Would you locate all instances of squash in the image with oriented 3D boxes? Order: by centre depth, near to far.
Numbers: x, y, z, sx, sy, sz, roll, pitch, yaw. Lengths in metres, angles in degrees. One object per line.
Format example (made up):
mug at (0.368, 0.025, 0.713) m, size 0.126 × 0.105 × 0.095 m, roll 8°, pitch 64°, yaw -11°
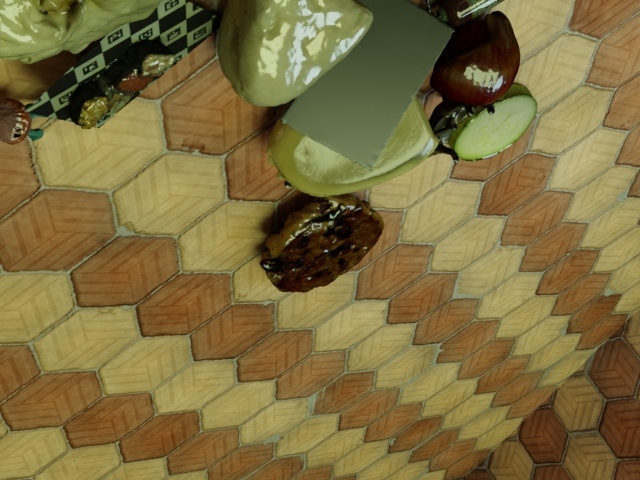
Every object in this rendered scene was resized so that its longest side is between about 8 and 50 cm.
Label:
squash at (0.390, -0.264, 2.186) m, size 0.219 × 0.041 × 0.219 m, roll -21°, pitch 151°, yaw -12°

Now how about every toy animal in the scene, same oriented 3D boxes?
toy animal at (-0.507, -0.201, 1.470) m, size 0.103 × 0.100 × 0.208 m, roll -5°, pitch 171°, yaw 39°
toy animal at (0.214, -0.208, 1.968) m, size 0.243 × 0.260 × 0.087 m, roll -40°, pitch 111°, yaw -22°

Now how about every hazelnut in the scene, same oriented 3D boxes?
hazelnut at (0.298, -0.351, 1.856) m, size 0.170 × 0.201 × 0.160 m, roll -24°, pitch 127°, yaw 33°

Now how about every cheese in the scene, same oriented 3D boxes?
cheese at (-0.080, -0.347, 1.533) m, size 0.248 × 0.173 × 0.251 m, roll -48°, pitch 147°, yaw 9°
cheese at (0.047, -0.206, 1.812) m, size 0.316 × 0.128 × 0.259 m, roll -25°, pitch 108°, yaw 5°

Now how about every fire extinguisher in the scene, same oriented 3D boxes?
fire extinguisher at (0.279, -0.465, 1.789) m, size 0.231 × 0.071 × 0.099 m, roll -29°, pitch 121°, yaw -2°

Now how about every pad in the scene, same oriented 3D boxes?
pad at (0.084, -0.297, 1.726) m, size 0.202 × 0.005 × 0.299 m, roll 27°, pitch 101°, yaw -19°

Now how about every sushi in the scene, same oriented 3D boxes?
sushi at (-0.285, -0.259, 1.502) m, size 0.290 × 0.050 × 0.264 m, roll -38°, pitch 172°, yaw 11°

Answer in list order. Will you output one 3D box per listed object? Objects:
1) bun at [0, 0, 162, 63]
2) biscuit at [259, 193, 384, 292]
bun at (-0.343, -0.353, 1.217) m, size 0.361 × 0.213 × 0.361 m, roll -12°, pitch 159°, yaw -5°
biscuit at (-0.003, 0.003, 2.174) m, size 0.289 × 0.081 × 0.334 m, roll -37°, pitch 152°, yaw 7°
